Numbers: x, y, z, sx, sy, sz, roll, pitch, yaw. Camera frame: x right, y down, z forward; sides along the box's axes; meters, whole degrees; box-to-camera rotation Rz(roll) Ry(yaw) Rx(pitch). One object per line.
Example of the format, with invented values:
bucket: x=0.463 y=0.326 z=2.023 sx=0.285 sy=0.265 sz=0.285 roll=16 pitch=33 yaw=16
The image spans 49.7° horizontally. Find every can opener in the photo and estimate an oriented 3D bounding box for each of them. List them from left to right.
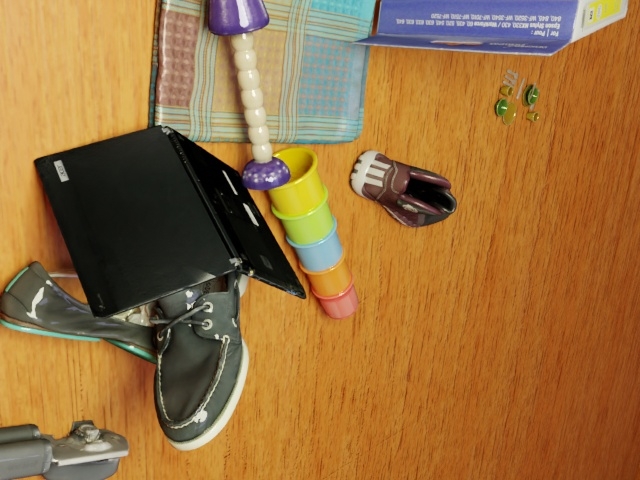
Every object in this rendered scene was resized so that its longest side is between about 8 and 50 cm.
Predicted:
can opener: x=-0.376 y=0.286 z=0.867 sx=0.283 sy=0.076 sz=0.095 roll=5 pitch=103 yaw=-44

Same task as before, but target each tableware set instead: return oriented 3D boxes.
tableware set: x=0.415 y=-0.286 z=1.436 sx=0.154 sy=0.024 sz=0.104 roll=14 pitch=97 yaw=-47

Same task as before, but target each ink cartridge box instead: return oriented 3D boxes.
ink cartridge box: x=0.252 y=-0.336 z=1.016 sx=0.307 sy=0.303 sz=0.072 roll=-29 pitch=124 yaw=-47

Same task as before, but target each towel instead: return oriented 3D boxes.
towel: x=-0.062 y=-0.268 z=0.964 sx=0.370 sy=0.040 sz=0.272 roll=-8 pitch=111 yaw=-42

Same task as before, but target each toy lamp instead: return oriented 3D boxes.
toy lamp: x=-0.093 y=-0.202 z=0.888 sx=0.080 sy=0.080 sz=0.275 roll=-28 pitch=127 yaw=-34

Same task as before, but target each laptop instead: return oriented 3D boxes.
laptop: x=-0.173 y=-0.011 z=0.848 sx=0.136 sy=0.234 sz=0.264 roll=-37 pitch=153 yaw=12

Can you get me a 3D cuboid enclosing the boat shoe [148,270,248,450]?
boat shoe: x=-0.157 y=0.086 z=0.859 sx=0.340 sy=0.127 sz=0.113 roll=-82 pitch=152 yaw=-44

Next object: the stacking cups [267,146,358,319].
stacking cups: x=0.000 y=0.000 z=1.103 sx=0.096 sy=0.096 sz=0.316 roll=-45 pitch=134 yaw=-22

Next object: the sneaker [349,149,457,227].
sneaker: x=0.190 y=-0.067 z=1.206 sx=0.281 sy=0.162 sz=0.107 roll=15 pitch=97 yaw=-46

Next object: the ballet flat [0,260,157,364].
ballet flat: x=-0.265 y=0.098 z=0.886 sx=0.280 sy=0.095 sz=0.096 roll=30 pitch=77 yaw=-47
